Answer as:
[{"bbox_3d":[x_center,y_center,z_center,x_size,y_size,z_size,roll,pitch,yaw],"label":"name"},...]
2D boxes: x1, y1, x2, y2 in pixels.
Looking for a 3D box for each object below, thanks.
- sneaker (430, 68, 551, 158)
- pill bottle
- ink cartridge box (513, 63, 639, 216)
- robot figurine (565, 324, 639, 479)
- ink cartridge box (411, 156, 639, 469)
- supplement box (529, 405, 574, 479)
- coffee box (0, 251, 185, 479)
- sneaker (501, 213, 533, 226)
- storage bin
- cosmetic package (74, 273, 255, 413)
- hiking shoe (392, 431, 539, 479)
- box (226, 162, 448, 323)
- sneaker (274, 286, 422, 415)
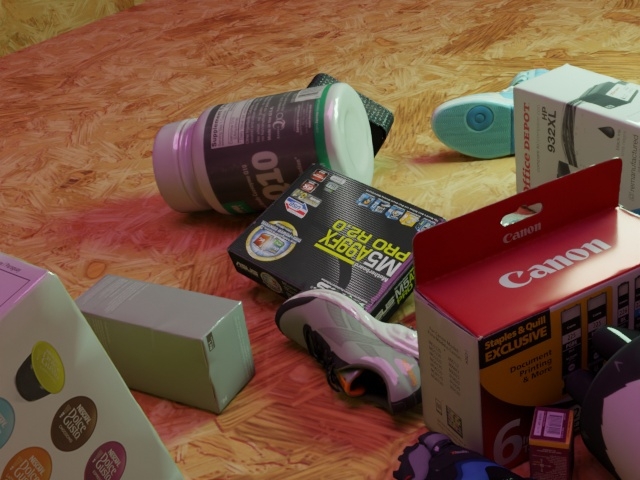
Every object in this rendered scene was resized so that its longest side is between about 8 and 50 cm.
[{"bbox_3d":[0.367,-0.261,1.740,0.319,0.127,0.208,1,31,-3],"label":"sneaker"},{"bbox_3d":[-0.103,-0.154,1.568,0.361,0.204,0.204,-7,28,22],"label":"pill bottle"},{"bbox_3d":[0.452,-0.124,1.373,0.129,0.223,0.307,-23,33,-23],"label":"ink cartridge box"},{"bbox_3d":[0.364,0.192,0.843,0.173,0.209,0.278,-24,37,-13],"label":"robot figurine"},{"bbox_3d":[0.270,0.083,1.009,0.309,0.272,0.130,-21,32,-20],"label":"ink cartridge box"},{"bbox_3d":[0.251,0.230,0.946,0.043,0.083,0.055,2,31,20],"label":"supplement box"},{"bbox_3d":[-0.393,0.214,0.829,0.338,0.337,0.334,14,48,36],"label":"coffee box"},{"bbox_3d":[0.312,0.028,1.209,0.121,0.108,0.302,28,26,33],"label":"sneaker"},{"bbox_3d":[0.038,-0.225,1.695,0.180,0.122,0.084,29,34,-3],"label":"storage bin"},{"bbox_3d":[-0.217,0.136,1.190,0.238,0.127,0.107,9,33,25],"label":"cosmetic package"},{"bbox_3d":[0.099,0.298,0.837,0.132,0.113,0.304,10,34,31],"label":"hiking shoe"},{"bbox_3d":[0.028,0.009,1.320,0.270,0.060,0.216,27,60,34],"label":"box"},{"bbox_3d":[0.033,0.143,1.144,0.271,0.100,0.108,20,46,40],"label":"sneaker"}]
